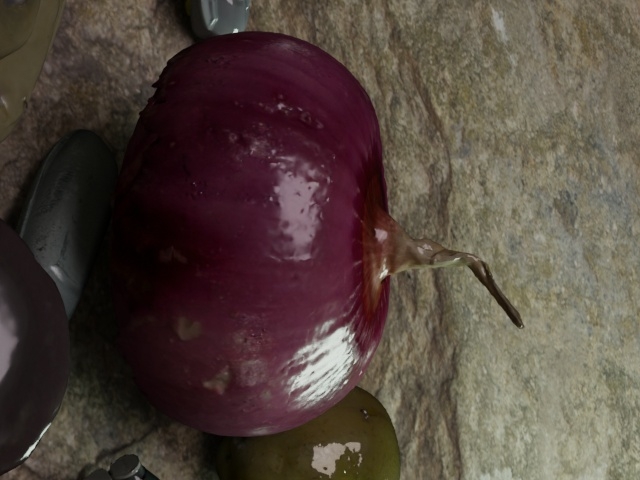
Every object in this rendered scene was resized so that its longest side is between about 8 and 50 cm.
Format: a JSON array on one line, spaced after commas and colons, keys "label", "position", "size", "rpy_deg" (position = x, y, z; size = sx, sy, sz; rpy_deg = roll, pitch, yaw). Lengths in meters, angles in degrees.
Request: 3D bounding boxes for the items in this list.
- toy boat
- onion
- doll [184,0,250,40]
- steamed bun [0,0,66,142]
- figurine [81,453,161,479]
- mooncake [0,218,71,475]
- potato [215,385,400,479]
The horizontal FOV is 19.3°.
[{"label": "toy boat", "position": [-0.233, -0.010, 1.648], "size": [0.078, 0.085, 0.260], "rpy_deg": [49, 33, -30]}, {"label": "onion", "position": [-0.036, -0.012, 1.672], "size": [0.345, 0.358, 0.358], "rpy_deg": [-15, 89, -10]}, {"label": "doll", "position": [-0.100, -0.226, 1.895], "size": [0.094, 0.079, 0.180], "rpy_deg": [-26, 111, -67]}, {"label": "steamed bun", "position": [-0.327, -0.233, 1.460], "size": [0.352, 0.247, 0.339], "rpy_deg": [-4, 79, -48]}, {"label": "figurine", "position": [-0.141, 0.281, 1.624], "size": [0.147, 0.126, 0.192], "rpy_deg": [-29, 111, -17]}, {"label": "mooncake", "position": [-0.317, 0.077, 1.439], "size": [0.245, 0.133, 0.245], "rpy_deg": [13, 71, -42]}, {"label": "potato", "position": [-0.012, 0.210, 1.802], "size": [0.194, 0.157, 0.157], "rpy_deg": [8, 71, -37]}]
